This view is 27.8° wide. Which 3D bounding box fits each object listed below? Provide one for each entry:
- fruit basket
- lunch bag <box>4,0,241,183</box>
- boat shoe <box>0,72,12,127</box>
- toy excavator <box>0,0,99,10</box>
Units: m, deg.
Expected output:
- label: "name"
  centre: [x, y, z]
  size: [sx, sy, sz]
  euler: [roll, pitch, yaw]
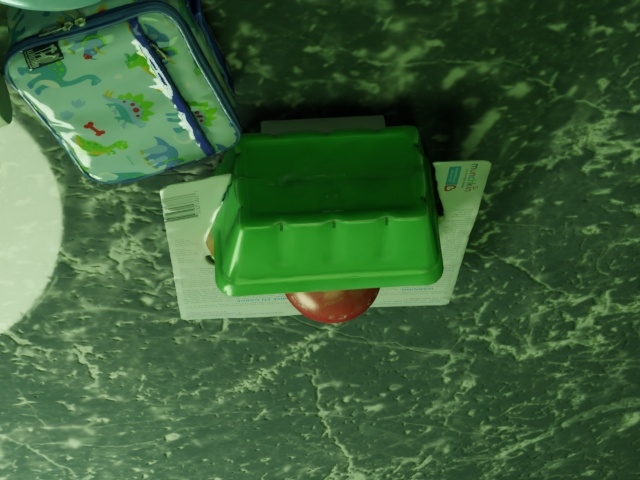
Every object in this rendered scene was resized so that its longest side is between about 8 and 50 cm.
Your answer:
- label: "fruit basket"
  centre: [0.000, 0.000, 1.404]
  size: [0.327, 0.165, 0.353]
  euler: [-4, 160, -3]
- label: "lunch bag"
  centre: [-0.175, -0.151, 1.187]
  size: [0.176, 0.090, 0.219]
  euler: [-15, 145, 7]
- label: "boat shoe"
  centre: [-0.355, -0.164, 1.145]
  size: [0.081, 0.079, 0.227]
  euler: [-17, 147, 7]
- label: "toy excavator"
  centre: [-0.126, -0.265, 0.888]
  size: [0.445, 0.433, 0.222]
  euler: [38, 131, -9]
